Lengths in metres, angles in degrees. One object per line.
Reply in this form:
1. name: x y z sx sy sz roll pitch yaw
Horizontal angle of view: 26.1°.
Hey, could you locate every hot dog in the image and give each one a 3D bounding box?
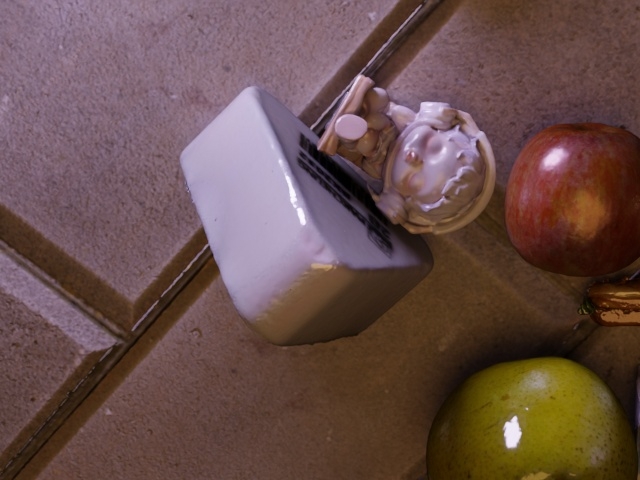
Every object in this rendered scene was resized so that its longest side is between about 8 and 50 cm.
1. hot dog: 0.425 0.076 1.771 0.188 0.055 0.072 0 142 9

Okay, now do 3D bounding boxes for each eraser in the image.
1. eraser: 0.000 0.000 1.685 0.150 0.331 0.331 -41 105 16

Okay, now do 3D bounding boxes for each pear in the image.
1. pear: 0.268 0.288 1.745 0.294 0.294 0.294 1 113 3

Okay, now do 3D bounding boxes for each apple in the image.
1. apple: 0.314 -0.052 1.654 0.188 0.188 0.174 4 105 2

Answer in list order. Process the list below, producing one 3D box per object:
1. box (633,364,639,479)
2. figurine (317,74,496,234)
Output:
1. box: 0.545 0.286 1.806 0.274 0.116 0.203 4 114 9
2. figurine: 0.113 -0.101 1.670 0.236 0.141 0.163 33 91 -12
